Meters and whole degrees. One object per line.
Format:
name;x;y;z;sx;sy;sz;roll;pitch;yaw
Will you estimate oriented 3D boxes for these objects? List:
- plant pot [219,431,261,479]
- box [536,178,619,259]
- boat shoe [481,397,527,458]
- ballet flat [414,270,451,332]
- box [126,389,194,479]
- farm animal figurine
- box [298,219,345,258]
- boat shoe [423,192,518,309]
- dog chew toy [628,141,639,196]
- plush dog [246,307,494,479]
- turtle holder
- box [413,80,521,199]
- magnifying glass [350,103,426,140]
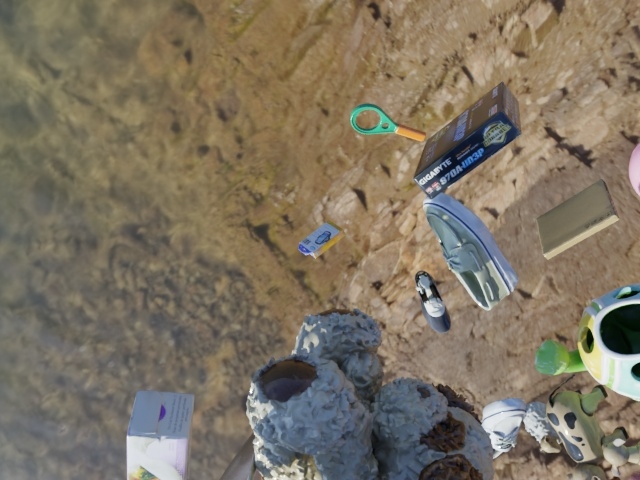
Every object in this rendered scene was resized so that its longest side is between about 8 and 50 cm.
plant pot;-0.087;0.435;1.039;0.230;0.215;0.215;-40;89;5
box;0.659;-0.056;1.540;0.021;0.164;0.201;39;126;-19
boat shoe;0.360;0.375;1.168;0.083;0.226;0.075;-6;58;1
ballet flat;0.315;0.168;1.696;0.074;0.074;0.203;-32;49;21
box;-0.188;0.313;0.694;0.063;0.067;0.323;6;122;-7
farm animal figurine;0.605;0.457;1.282;0.326;0.172;0.330;56;146;25
box;0.000;0.000;1.799;0.136;0.081;0.028;-39;128;-12
boat shoe;0.304;0.027;1.227;0.302;0.109;0.094;46;73;-22
dog chew toy;0.884;-0.226;1.440;0.207;0.331;0.206;26;147;19
plush dog;0.058;0.202;0.591;0.226;0.262;0.210;11;100;12
turtle holder;0.628;0.195;1.222;0.320;0.227;0.243;10;80;41
box;0.250;-0.173;1.004;0.175;0.220;0.051;-37;101;29
magnifying glass;0.196;-0.331;1.711;0.231;0.026;0.092;15;132;-15
